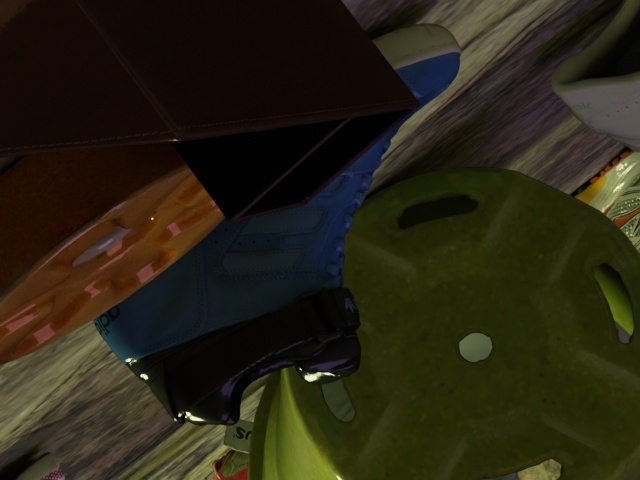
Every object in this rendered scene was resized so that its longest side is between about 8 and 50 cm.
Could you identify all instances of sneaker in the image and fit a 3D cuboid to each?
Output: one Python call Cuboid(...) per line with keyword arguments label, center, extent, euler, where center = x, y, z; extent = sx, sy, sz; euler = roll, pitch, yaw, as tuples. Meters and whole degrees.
Cuboid(label="sneaker", center=(0.286, -0.032, 1.456), extent=(0.088, 0.093, 0.225), euler=(-26, 166, -50))
Cuboid(label="sneaker", center=(0.000, 0.000, 0.542), extent=(0.152, 0.084, 0.058), euler=(-36, 171, -8))
Cuboid(label="sneaker", center=(0.191, -0.121, 0.729), extent=(0.094, 0.080, 0.212), euler=(15, 126, -47))

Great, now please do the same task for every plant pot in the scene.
Cuboid(label="plant pot", center=(0.080, 0.091, 0.876), extent=(0.276, 0.276, 0.254), euler=(-35, 159, -8))

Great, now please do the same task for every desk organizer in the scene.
Cuboid(label="desk organizer", center=(-0.029, -0.033, 0.367), extent=(0.047, 0.050, 0.130), euler=(-41, 170, 23))

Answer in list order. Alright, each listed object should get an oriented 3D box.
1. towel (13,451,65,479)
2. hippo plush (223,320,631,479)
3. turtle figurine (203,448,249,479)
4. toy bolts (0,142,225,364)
Cuboid(label="towel", center=(-0.201, 0.173, 0.869), extent=(0.144, 0.029, 0.197), euler=(-34, 168, -20))
Cuboid(label="hippo plush", center=(0.100, 0.101, 1.257), extent=(0.294, 0.234, 0.236), euler=(26, 104, -33))
Cuboid(label="turtle figurine", center=(-0.048, 0.233, 1.474), extent=(0.175, 0.118, 0.234), euler=(-17, 180, -21))
Cuboid(label="toy bolts", center=(-0.083, 0.085, 0.417), extent=(0.218, 0.158, 0.228), euler=(-39, 171, 16))
